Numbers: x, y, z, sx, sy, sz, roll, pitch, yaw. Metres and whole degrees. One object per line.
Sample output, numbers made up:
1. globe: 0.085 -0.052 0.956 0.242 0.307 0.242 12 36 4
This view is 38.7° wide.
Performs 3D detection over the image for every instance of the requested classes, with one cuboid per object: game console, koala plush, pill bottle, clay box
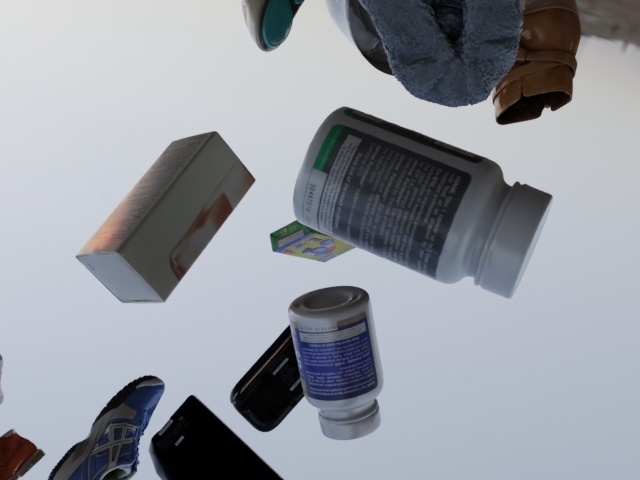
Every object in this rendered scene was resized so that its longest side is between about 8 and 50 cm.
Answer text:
1. game console: -0.098 0.278 1.447 0.213 0.361 0.044 38 171 26
2. koala plush: 0.152 -0.289 1.141 0.196 0.203 0.221 -15 -153 8
3. pill bottle: 0.157 -0.056 1.412 0.361 0.204 0.204 23 -156 15
4. clay box: 0.000 0.000 2.188 0.222 0.127 0.053 14 -122 -47
5. pill bottle: 0.026 0.164 1.216 0.112 0.186 0.112 -10 -165 3

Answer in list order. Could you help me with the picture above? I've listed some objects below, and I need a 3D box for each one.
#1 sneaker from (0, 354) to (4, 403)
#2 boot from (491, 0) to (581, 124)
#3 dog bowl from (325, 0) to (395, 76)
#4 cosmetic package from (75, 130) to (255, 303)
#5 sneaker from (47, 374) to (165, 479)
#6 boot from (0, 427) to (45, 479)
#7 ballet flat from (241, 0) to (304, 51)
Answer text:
1. sneaker: -0.426 0.172 1.161 0.051 0.070 0.134 11 169 -11
2. boot: 0.294 -0.274 1.459 0.283 0.220 0.109 -17 149 42
3. dog bowl: 0.153 -0.449 1.495 0.349 0.348 0.102 -6 -145 -42
4. cosmetic package: -0.265 -0.040 1.592 0.153 0.129 0.296 -2 -136 48
5. sneaker: -0.267 0.273 1.212 0.081 0.080 0.211 25 -121 18
6. boot: -0.539 0.376 1.533 0.084 0.059 0.158 48 -160 -3
7. ballet flat: -0.070 -0.355 1.348 0.086 0.086 0.248 20 -134 9
